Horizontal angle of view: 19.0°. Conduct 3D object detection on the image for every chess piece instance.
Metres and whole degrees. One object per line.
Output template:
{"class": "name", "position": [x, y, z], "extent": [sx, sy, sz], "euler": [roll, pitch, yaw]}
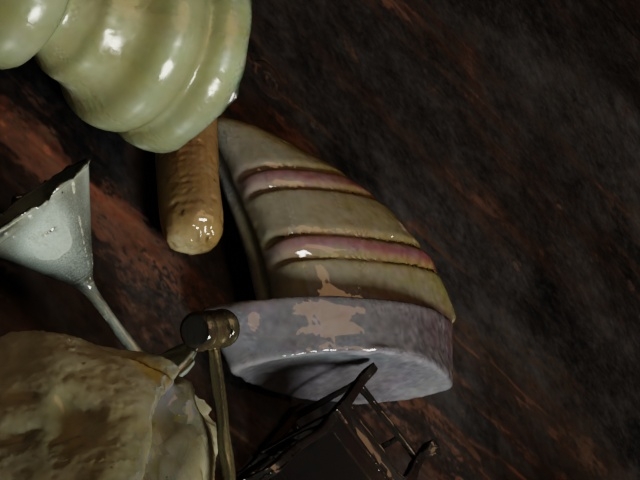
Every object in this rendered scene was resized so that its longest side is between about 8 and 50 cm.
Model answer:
{"class": "chess piece", "position": [-0.233, -0.204, 1.576], "extent": [0.330, 0.182, 0.182], "euler": [20, 48, -41]}

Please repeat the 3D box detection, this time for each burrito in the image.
{"class": "burrito", "position": [-0.165, 0.228, 1.319], "extent": [0.190, 0.135, 0.332], "euler": [45, 36, -35]}

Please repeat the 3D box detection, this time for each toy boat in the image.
{"class": "toy boat", "position": [0.017, 0.028, 1.758], "extent": [0.276, 0.111, 0.294], "euler": [21, 49, -24]}

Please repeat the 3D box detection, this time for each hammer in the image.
{"class": "hammer", "position": [-0.064, 0.195, 1.374], "extent": [0.058, 0.029, 0.292], "euler": [-4, 87, -69]}

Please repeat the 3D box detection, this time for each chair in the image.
{"class": "chair", "position": [-0.006, 0.203, 1.601], "extent": [0.113, 0.106, 0.229], "euler": [54, 32, -5]}

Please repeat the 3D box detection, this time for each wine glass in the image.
{"class": "wine glass", "position": [-0.177, 0.039, 1.487], "extent": [0.183, 0.122, 0.122], "euler": [55, 30, -13]}

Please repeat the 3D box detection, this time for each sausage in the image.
{"class": "sausage", "position": [-0.119, -0.111, 1.748], "extent": [0.066, 0.065, 0.301], "euler": [35, 38, -35]}
